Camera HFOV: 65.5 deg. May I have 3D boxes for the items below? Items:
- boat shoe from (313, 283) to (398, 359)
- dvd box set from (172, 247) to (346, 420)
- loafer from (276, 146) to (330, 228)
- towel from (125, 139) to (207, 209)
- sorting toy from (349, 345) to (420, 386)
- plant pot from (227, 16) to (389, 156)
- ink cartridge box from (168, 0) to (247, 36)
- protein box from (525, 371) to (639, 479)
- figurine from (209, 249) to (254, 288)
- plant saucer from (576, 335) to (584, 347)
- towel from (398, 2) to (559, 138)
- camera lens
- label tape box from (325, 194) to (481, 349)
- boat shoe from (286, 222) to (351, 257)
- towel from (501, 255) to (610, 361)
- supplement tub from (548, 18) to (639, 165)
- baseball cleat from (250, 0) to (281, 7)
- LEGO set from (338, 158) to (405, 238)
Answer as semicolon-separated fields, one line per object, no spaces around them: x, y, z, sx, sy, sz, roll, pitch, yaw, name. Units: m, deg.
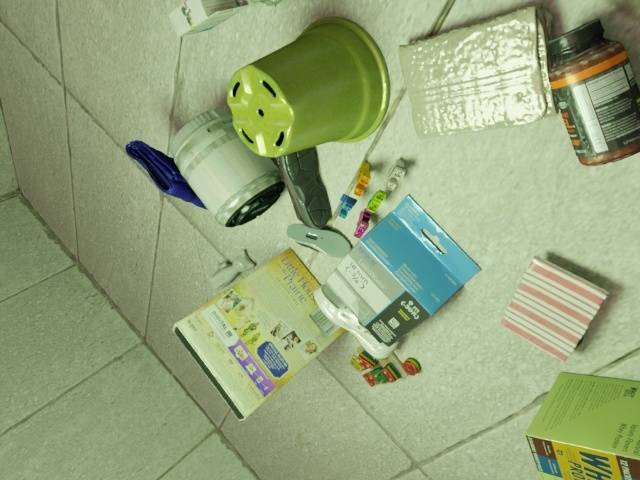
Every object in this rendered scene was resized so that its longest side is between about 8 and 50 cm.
0.105;0.202;1.374;0.277;0.098;0.096;39;133;13;boat shoe
-0.151;0.244;1.402;0.307;0.420;0.062;51;145;5;dvd box set
-0.063;-0.168;1.273;0.095;0.109;0.302;12;127;47;loafer
-0.413;-0.193;1.505;0.228;0.308;0.076;44;98;21;towel
0.166;0.366;1.460;0.132;0.046;0.274;53;142;4;sorting toy
-0.041;-0.296;1.033;0.276;0.254;0.276;26;133;31;plant pot
-0.274;-0.560;1.207;0.181;0.104;0.061;-1;116;46;ink cartridge box
0.541;0.376;0.948;0.201;0.200;0.135;-7;112;48;protein box
-0.269;0.151;1.741;0.209;0.092;0.214;-31;92;44;figurine
0.476;0.171;1.012;0.119;0.021;0.119;27;133;32;plant saucer
0.272;-0.286;0.880;0.282;0.049;0.187;4;118;46;towel
-0.247;-0.189;1.352;0.274;0.219;0.219;52;142;4;camera lens
0.179;0.088;1.198;0.240;0.106;0.333;47;141;10;label tape box
0.000;0.000;1.365;0.184;0.065;0.083;21;177;10;boat shoe
0.452;0.134;0.975;0.144;0.029;0.197;32;133;28;towel
0.408;-0.218;0.738;0.106;0.106;0.197;-14;105;50;supplement tub
-0.173;-0.593;1.105;0.206;0.072;0.109;19;97;10;baseball cleat
0.108;-0.121;1.151;0.087;0.093;0.227;23;135;-9;LEGO set
